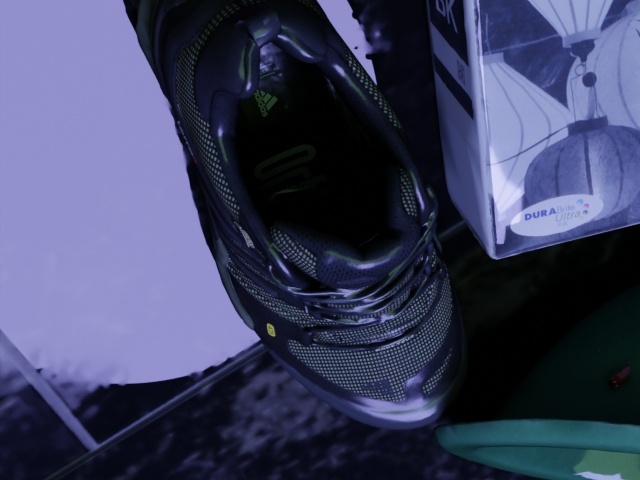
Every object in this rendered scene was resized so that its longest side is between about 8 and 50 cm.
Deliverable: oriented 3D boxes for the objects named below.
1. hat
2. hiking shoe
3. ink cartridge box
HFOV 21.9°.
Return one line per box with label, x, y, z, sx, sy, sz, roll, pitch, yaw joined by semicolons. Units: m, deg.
hat;0.161;0.010;0.690;0.208;0.173;0.183;11;77;-10
hiking shoe;0.000;0.000;0.592;0.086;0.114;0.227;-28;123;1
ink cartridge box;0.113;-0.162;0.565;0.165;0.065;0.333;-14;121;-8
